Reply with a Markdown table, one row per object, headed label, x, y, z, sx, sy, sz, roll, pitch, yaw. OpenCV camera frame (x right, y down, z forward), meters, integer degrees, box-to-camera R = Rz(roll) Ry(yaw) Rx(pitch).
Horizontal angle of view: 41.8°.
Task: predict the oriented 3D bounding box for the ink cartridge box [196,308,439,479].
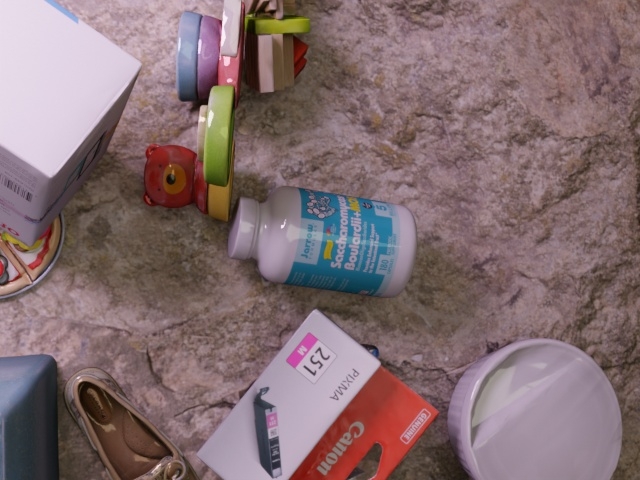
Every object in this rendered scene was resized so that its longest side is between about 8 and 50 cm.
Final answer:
| label | x | y | z | sx | sy | sz | roll | pitch | yaw |
| --- | --- | --- | --- | --- | --- | --- | --- | --- | --- |
| ink cartridge box | -0.001 | 0.279 | 1.214 | 0.239 | 0.060 | 0.275 | 39 | 88 | 6 |

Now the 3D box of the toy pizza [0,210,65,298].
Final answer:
| label | x | y | z | sx | sy | sz | roll | pitch | yaw |
| --- | --- | --- | --- | --- | --- | --- | --- | --- | --- |
| toy pizza | -0.465 | -0.018 | 1.180 | 0.201 | 0.032 | 0.201 | 2 | 84 | -15 |

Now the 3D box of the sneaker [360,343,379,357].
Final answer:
| label | x | y | z | sx | sy | sz | roll | pitch | yaw |
| --- | --- | --- | --- | --- | --- | --- | --- | --- | --- |
| sneaker | 0.045 | 0.233 | 1.290 | 0.073 | 0.063 | 0.162 | 34 | 86 | -20 |

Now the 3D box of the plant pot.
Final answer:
| label | x | y | z | sx | sy | sz | roll | pitch | yaw |
| --- | --- | --- | --- | --- | --- | --- | --- | --- | --- |
| plant pot | -0.457 | 0.274 | 1.039 | 0.248 | 0.252 | 0.247 | -1 | 84 | -16 |

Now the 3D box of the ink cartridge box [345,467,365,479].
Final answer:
| label | x | y | z | sx | sy | sz | roll | pitch | yaw |
| --- | --- | --- | --- | --- | --- | --- | --- | --- | --- |
| ink cartridge box | 0.029 | 0.376 | 1.270 | 0.083 | 0.048 | 0.028 | -19 | 90 | -16 |

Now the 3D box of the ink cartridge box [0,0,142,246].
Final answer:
| label | x | y | z | sx | sy | sz | roll | pitch | yaw |
| --- | --- | --- | --- | --- | --- | --- | --- | --- | --- |
| ink cartridge box | -0.386 | -0.155 | 1.074 | 0.198 | 0.270 | 0.197 | 35 | 62 | -10 |

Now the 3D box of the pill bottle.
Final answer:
| label | x | y | z | sx | sy | sz | roll | pitch | yaw |
| --- | --- | --- | --- | --- | --- | --- | --- | --- | --- |
| pill bottle | 0.000 | 0.000 | 1.248 | 0.264 | 0.146 | 0.146 | 8 | 82 | -15 |

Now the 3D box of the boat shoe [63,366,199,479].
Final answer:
| label | x | y | z | sx | sy | sz | roll | pitch | yaw |
| --- | --- | --- | --- | --- | --- | --- | --- | --- | --- |
| boat shoe | -0.260 | 0.304 | 1.175 | 0.104 | 0.089 | 0.285 | -42 | 97 | -16 |

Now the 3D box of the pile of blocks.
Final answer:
| label | x | y | z | sx | sy | sz | roll | pitch | yaw |
| --- | --- | --- | --- | --- | --- | --- | --- | --- | --- |
| pile of blocks | -0.064 | -0.398 | 1.269 | 0.112 | 0.149 | 0.362 | -7 | 86 | -16 |

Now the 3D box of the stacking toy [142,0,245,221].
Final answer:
| label | x | y | z | sx | sy | sz | roll | pitch | yaw |
| --- | --- | --- | --- | --- | --- | --- | --- | --- | --- |
| stacking toy | -0.181 | -0.192 | 1.159 | 0.130 | 0.279 | 0.309 | 4 | 85 | -4 |

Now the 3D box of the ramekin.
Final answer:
| label | x | y | z | sx | sy | sz | roll | pitch | yaw |
| --- | --- | --- | --- | --- | --- | --- | --- | --- | --- |
| ramekin | 0.325 | 0.289 | 1.321 | 0.273 | 0.127 | 0.273 | 1 | 85 | -15 |
